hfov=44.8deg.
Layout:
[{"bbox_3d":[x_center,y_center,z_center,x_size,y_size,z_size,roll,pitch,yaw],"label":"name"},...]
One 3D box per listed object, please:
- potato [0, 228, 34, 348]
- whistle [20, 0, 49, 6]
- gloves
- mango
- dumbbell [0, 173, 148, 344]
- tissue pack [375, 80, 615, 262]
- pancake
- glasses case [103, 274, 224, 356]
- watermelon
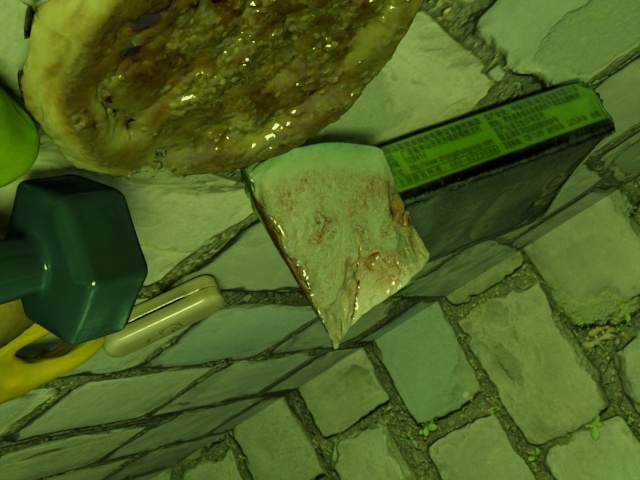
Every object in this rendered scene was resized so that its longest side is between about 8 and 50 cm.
[{"bbox_3d":[-0.343,0.055,0.771,0.175,0.137,0.137,-17,159,-36],"label":"potato"},{"bbox_3d":[-0.038,-0.234,0.241,0.189,0.189,0.348,-6,126,-49],"label":"whistle"},{"bbox_3d":[-0.428,0.173,1.049,0.133,0.116,0.294,-7,-172,38],"label":"gloves"},{"bbox_3d":[-0.279,-0.076,0.559,0.117,0.089,0.163,-26,162,-2],"label":"mango"},{"bbox_3d":[-0.302,0.033,0.618,0.316,0.156,0.143,-13,173,-46],"label":"dumbbell"},{"bbox_3d":[0.219,-0.083,1.196,0.394,0.124,0.288,-20,159,-22],"label":"tissue pack"},{"bbox_3d":[-0.066,-0.165,0.656,0.382,0.071,0.382,-25,161,-9],"label":"pancake"},{"bbox_3d":[-0.244,0.117,1.196,0.196,0.050,0.083,-26,164,-6],"label":"glasses case"},{"bbox_3d":[0.000,0.000,0.975,0.193,0.231,0.310,-40,153,-26],"label":"watermelon"}]
